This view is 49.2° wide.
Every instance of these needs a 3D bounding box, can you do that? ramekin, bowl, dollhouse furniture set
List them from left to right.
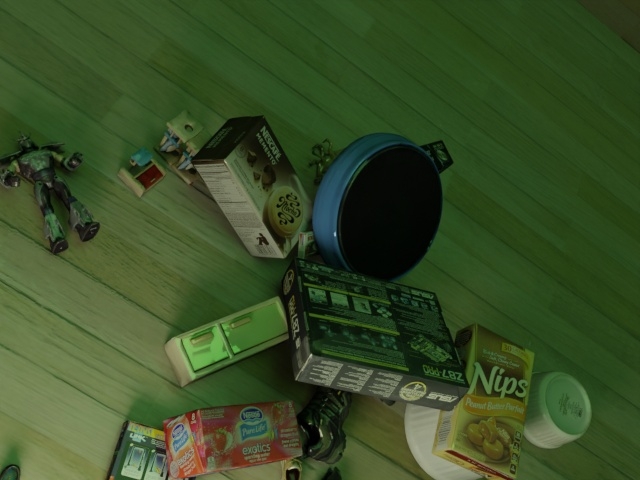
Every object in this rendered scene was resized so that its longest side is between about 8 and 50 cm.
[{"bbox_3d":[-0.348,-0.183,1.630,0.129,0.129,0.184,46,55,-4],"label":"dollhouse furniture set"},{"bbox_3d":[0.157,-0.072,1.753,0.391,0.077,0.391,-13,112,-35],"label":"bowl"},{"bbox_3d":[0.358,0.454,1.728,0.277,0.135,0.277,11,64,-24],"label":"ramekin"},{"bbox_3d":[0.632,0.450,1.891,0.207,0.109,0.207,11,64,-24],"label":"ramekin"}]

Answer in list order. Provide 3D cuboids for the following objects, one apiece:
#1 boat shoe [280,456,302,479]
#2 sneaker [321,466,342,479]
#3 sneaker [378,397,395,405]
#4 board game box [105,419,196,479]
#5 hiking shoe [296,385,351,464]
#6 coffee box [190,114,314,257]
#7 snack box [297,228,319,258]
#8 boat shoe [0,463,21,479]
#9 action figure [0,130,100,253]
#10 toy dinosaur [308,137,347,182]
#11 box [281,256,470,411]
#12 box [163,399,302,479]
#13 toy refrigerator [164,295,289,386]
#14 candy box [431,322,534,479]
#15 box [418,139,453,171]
[{"bbox_3d":[-0.060,0.500,1.538,0.050,0.045,0.135,11,64,-24],"label":"boat shoe"},{"bbox_3d":[-0.007,0.578,1.533,0.170,0.051,0.089,-26,83,-39],"label":"sneaker"},{"bbox_3d":[0.106,0.275,1.680,0.106,0.101,0.267,-46,103,-4],"label":"sneaker"},{"bbox_3d":[-0.334,0.456,1.411,0.170,0.048,0.141,23,58,-18],"label":"board game box"},{"bbox_3d":[0.004,0.385,1.586,0.114,0.086,0.227,22,59,-38],"label":"hiking shoe"},{"bbox_3d":[-0.148,-0.123,1.639,0.168,0.119,0.297,-54,130,-34],"label":"coffee box"},{"bbox_3d":[0.000,0.000,1.740,0.178,0.022,0.064,-16,113,-58],"label":"snack box"},{"bbox_3d":[-0.583,0.478,1.273,0.049,0.040,0.142,18,61,-20],"label":"boat shoe"},{"bbox_3d":[-0.581,-0.120,1.501,0.185,0.099,0.285,-26,79,-25],"label":"action figure"},{"bbox_3d":[0.024,-0.228,1.906,0.183,0.053,0.092,-45,109,-27],"label":"toy dinosaur"},{"bbox_3d":[0.119,0.208,1.597,0.395,0.097,0.318,15,33,-21],"label":"box"},{"bbox_3d":[-0.176,0.403,1.428,0.257,0.128,0.122,8,65,-46],"label":"box"},{"bbox_3d":[-0.197,0.221,1.557,0.269,0.094,0.102,-19,79,-32],"label":"toy refrigerator"},{"bbox_3d":[0.386,0.377,1.640,0.183,0.087,0.316,28,60,-15],"label":"candy box"},{"bbox_3d":[0.253,-0.196,1.945,0.180,0.147,0.077,-19,79,-34],"label":"box"}]
